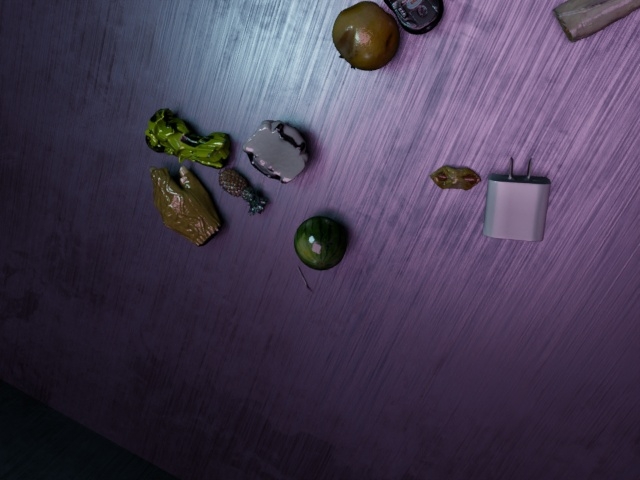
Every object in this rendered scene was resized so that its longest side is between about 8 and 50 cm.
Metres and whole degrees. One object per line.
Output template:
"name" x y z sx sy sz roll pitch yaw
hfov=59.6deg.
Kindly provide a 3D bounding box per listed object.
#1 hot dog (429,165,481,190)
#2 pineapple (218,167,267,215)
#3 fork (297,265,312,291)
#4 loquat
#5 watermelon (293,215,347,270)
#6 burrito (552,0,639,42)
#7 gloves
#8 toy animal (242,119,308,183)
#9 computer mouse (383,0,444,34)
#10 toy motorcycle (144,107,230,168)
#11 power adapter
"hot dog" 0.439 -0.203 1.830 0.169 0.061 0.078 4 108 16
"pineapple" -0.292 -0.182 2.057 0.221 0.083 0.103 41 127 1
"fork" -0.062 0.149 2.134 0.012 0.016 0.115 -29 98 1
"loquat" 0.134 -0.620 1.709 0.213 0.213 0.213 5 110 16
"watermelon" 0.000 0.000 1.980 0.188 0.214 0.188 -1 141 -1
"burrito" 0.807 -0.655 1.525 0.299 0.143 0.105 -24 132 27
"gloves" -0.521 -0.141 2.104 0.203 0.155 0.356 -39 90 21
"toy animal" -0.148 -0.316 1.928 0.208 0.156 0.204 38 113 -16
"computer mouse" 0.276 -0.723 1.685 0.137 0.096 0.233 -33 83 12
"toy motorcycle" -0.492 -0.370 2.027 0.342 0.142 0.206 17 150 11
"power adapter" 0.619 -0.135 1.762 0.187 0.124 0.255 6 110 15
